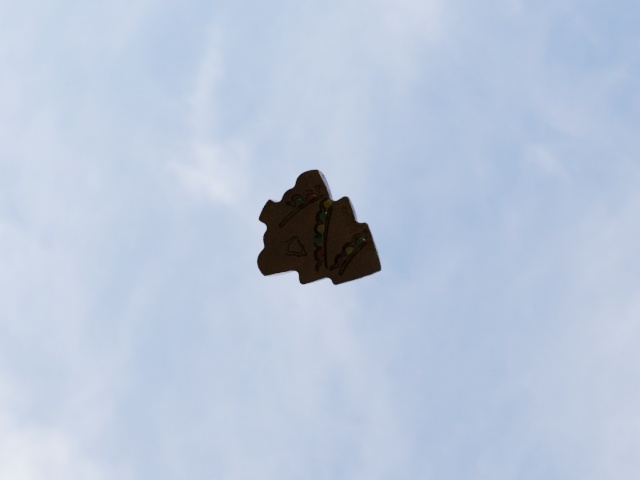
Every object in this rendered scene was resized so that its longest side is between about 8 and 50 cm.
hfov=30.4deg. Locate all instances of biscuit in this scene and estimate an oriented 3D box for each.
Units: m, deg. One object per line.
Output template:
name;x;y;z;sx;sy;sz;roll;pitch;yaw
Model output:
biscuit;0.000;0.000;0.805;0.092;0.016;0.082;31;-86;10
